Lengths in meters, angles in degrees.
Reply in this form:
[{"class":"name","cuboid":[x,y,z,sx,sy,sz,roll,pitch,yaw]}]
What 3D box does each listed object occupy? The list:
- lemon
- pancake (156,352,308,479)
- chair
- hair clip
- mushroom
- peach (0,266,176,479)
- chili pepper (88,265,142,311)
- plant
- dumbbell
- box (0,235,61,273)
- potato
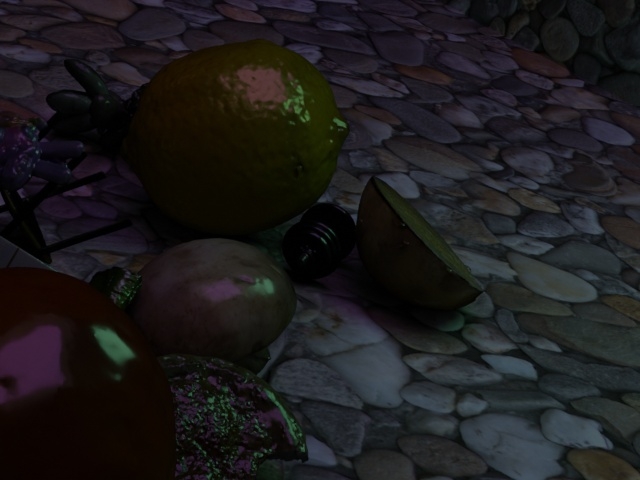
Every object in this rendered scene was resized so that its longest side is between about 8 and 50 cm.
[{"class":"lemon","cuboid":[-0.131,-0.161,2.346,0.336,0.336,0.336,14,24,-6]},{"class":"pancake","cuboid":[-0.135,0.230,1.738,0.253,0.037,0.253,15,47,-17]},{"class":"chair","cuboid":[-0.428,-0.052,2.129,0.247,0.172,0.159,-33,36,-2]},{"class":"hair clip","cuboid":[-0.460,-0.111,2.021,0.278,0.090,0.137,-3,46,27]},{"class":"mushroom","cuboid":[-0.157,0.099,1.932,0.255,0.184,0.255,-21,33,15]},{"class":"peach","cuboid":[-0.295,0.195,1.442,0.343,0.343,0.302,21,46,9]},{"class":"chili pepper","cuboid":[-0.320,0.151,1.754,0.085,0.076,0.359,-7,31,32]},{"class":"plant","cuboid":[-0.330,-0.208,2.548,0.274,0.146,0.149,16,4,2]},{"class":"dumbbell","cuboid":[0.000,0.000,2.352,0.099,0.099,0.208,21,24,10]},{"class":"box","cuboid":[-0.435,0.052,1.789,0.233,0.149,0.067,34,-23,-23]},{"class":"potato","cuboid":[0.140,0.026,2.353,0.239,0.116,0.299,35,13,-28]}]
